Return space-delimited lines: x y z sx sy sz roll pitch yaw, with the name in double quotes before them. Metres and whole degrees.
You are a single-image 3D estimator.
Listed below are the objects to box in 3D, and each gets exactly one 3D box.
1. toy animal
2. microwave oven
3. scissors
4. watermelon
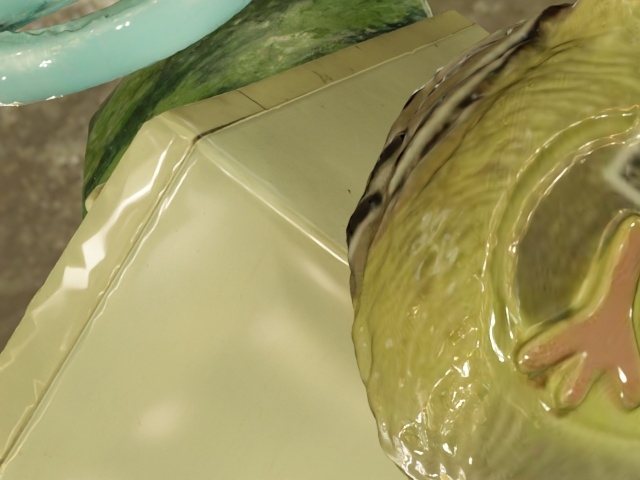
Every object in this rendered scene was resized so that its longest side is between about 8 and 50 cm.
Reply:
"toy animal" 0.051 -0.008 0.371 0.098 0.137 0.098 4 180 0
"microwave oven" 0.036 0.045 0.587 0.145 0.194 0.240 -53 171 23
"scissors" -0.181 -0.052 0.601 0.393 0.180 0.032 -23 119 -1
"watermelon" 0.000 0.000 0.970 0.213 0.261 0.201 -16 144 10
